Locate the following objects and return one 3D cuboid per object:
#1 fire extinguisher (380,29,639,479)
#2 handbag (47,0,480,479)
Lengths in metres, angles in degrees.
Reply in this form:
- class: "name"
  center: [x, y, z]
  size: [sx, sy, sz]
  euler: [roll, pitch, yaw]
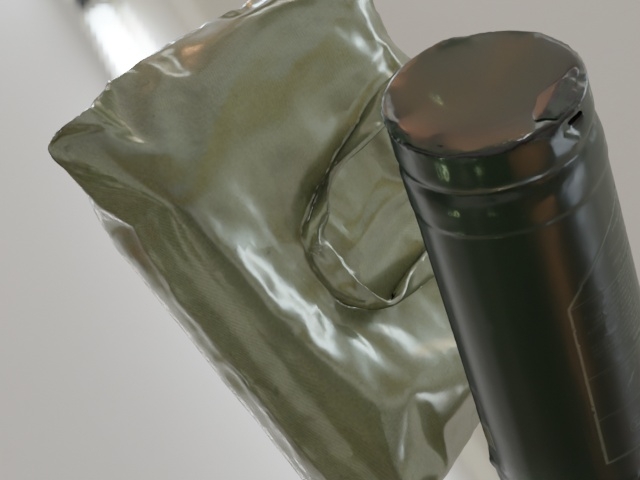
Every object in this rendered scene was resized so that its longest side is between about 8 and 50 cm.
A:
- class: "fire extinguisher"
  center: [0.115, 0.053, 0.847]
  size: [0.095, 0.114, 0.311]
  euler: [-18, -52, 3]
- class: "handbag"
  center: [0.004, 0.001, 1.040]
  size: [0.109, 0.253, 0.316]
  euler: [-21, -70, 50]
